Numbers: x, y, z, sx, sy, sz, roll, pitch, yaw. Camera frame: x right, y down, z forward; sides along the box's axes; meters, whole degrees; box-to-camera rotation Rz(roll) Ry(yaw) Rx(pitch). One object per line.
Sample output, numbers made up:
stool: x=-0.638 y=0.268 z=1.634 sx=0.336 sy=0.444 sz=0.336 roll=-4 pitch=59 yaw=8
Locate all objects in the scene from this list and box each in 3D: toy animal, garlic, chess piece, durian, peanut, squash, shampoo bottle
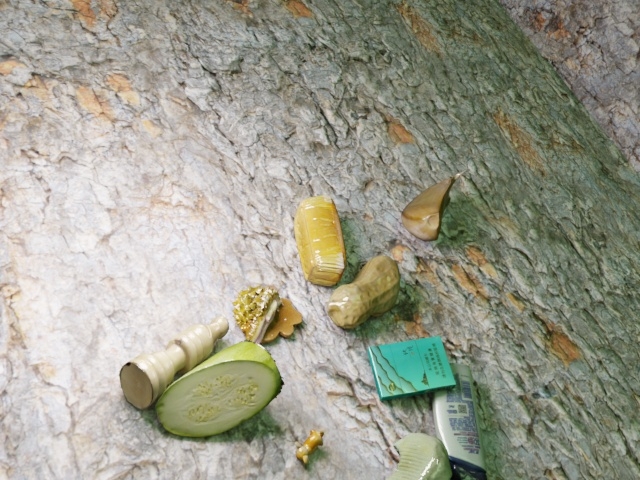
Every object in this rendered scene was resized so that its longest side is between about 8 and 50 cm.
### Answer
toy animal: x=-0.029 y=0.527 z=1.607 sx=0.060 sy=0.081 sz=0.083 roll=52 pitch=30 yaw=13
garlic: x=0.414 y=-0.117 z=2.247 sx=0.151 sy=0.196 sz=0.338 roll=49 pitch=45 yaw=-8
chess piece: x=-0.349 y=0.288 z=1.591 sx=0.124 sy=0.138 sz=0.307 roll=11 pitch=28 yaw=34
durian: x=-0.179 y=0.201 z=1.740 sx=0.140 sy=0.078 sz=0.224 roll=16 pitch=45 yaw=-9
peanut: x=0.147 y=0.169 z=1.923 sx=0.159 sy=0.143 sz=0.291 roll=50 pitch=54 yaw=3
squash: x=-0.240 y=0.379 z=1.533 sx=0.189 sy=0.189 sz=0.260 roll=47 pitch=44 yaw=12
shampoo bottle: x=0.394 y=0.531 z=1.814 sx=0.134 sy=0.078 sz=0.359 roll=10 pitch=52 yaw=-13

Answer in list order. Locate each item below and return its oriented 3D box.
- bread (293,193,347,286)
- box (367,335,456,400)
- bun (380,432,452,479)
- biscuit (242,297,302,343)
bread: x=0.000 y=0.000 z=1.970 sx=0.119 sy=0.152 sz=0.288 roll=1 pitch=55 yaw=-19
box: x=0.266 y=0.375 z=1.848 sx=0.226 sy=0.042 sz=0.160 roll=-7 pitch=56 yaw=-9
bun: x=0.254 y=0.612 z=1.637 sx=0.212 sy=0.204 sz=0.126 roll=-46 pitch=110 yaw=-9
biscuit: x=-0.136 y=0.234 z=1.802 sx=0.133 sy=0.027 sz=0.184 roll=40 pitch=48 yaw=11
